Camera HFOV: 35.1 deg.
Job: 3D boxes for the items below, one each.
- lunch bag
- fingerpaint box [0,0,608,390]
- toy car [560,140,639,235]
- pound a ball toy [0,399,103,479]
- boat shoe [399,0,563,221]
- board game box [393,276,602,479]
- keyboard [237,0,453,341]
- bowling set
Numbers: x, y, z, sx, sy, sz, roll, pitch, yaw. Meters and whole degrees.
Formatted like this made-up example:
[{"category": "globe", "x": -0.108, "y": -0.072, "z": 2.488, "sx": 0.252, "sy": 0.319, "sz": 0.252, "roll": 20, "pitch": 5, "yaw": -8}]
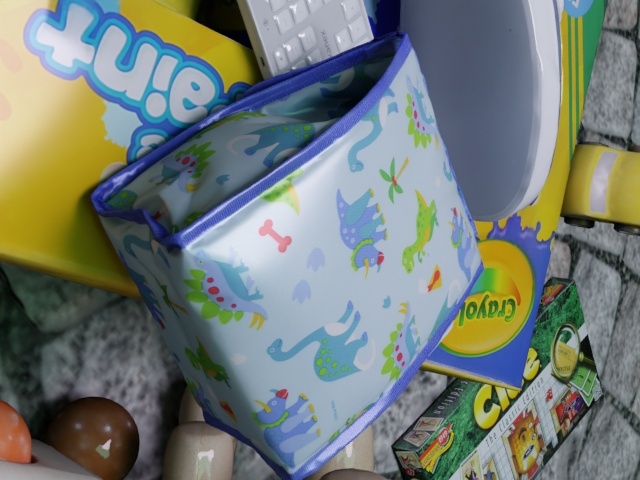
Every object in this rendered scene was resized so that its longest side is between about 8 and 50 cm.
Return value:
[{"category": "lunch bag", "x": 0.000, "y": 0.000, "z": 0.434, "sx": 0.151, "sy": 0.096, "sz": 0.128, "roll": -36, "pitch": 123, "yaw": -22}, {"category": "fingerpaint box", "x": -0.017, "y": -0.135, "z": 0.578, "sx": 0.445, "sy": 0.163, "sz": 0.371, "roll": 22, "pitch": 81, "yaw": -46}, {"category": "toy car", "x": 0.137, "y": -0.067, "z": 0.771, "sx": 0.053, "sy": 0.239, "sz": 0.225, "roll": 12, "pitch": 56, "yaw": -40}, {"category": "pound a ball toy", "x": -0.186, "y": 0.125, "z": 0.408, "sx": 0.319, "sy": 0.208, "sz": 0.135, "roll": 25, "pitch": 81, "yaw": -43}, {"category": "boat shoe", "x": 0.091, "y": -0.141, "z": 0.502, "sx": 0.084, "sy": 0.095, "sz": 0.258, "roll": -19, "pitch": 110, "yaw": -39}, {"category": "board game box", "x": 0.168, "y": 0.157, "z": 0.900, "sx": 0.260, "sy": 0.030, "sz": 0.136, "roll": -39, "pitch": 118, "yaw": -36}, {"category": "keyboard", "x": 0.018, "y": -0.037, "z": 0.501, "sx": 0.072, "sy": 0.014, "sz": 0.256, "roll": -39, "pitch": 125, "yaw": -32}, {"category": "bowling set", "x": -0.061, "y": 0.170, "z": 0.602, "sx": 0.287, "sy": 0.200, "sz": 0.154, "roll": -65, "pitch": 161, "yaw": -83}]
